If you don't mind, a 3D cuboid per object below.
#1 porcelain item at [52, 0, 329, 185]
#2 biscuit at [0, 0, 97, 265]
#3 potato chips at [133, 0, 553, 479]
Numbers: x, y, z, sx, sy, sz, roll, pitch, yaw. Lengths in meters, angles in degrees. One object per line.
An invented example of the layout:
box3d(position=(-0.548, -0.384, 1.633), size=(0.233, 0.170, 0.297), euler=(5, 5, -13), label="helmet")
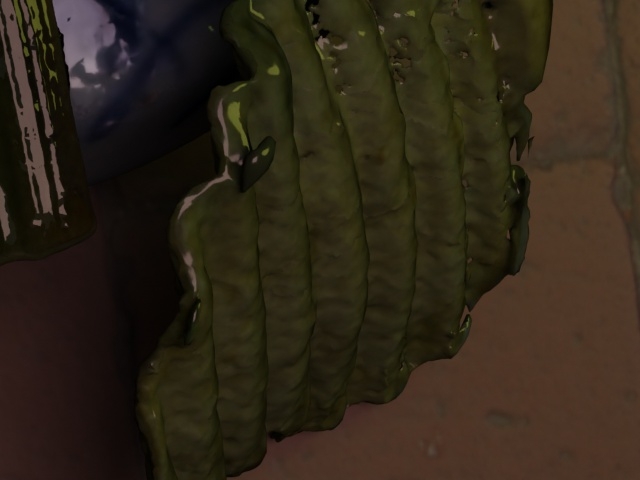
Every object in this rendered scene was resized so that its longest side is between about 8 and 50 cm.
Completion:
box3d(position=(-0.130, -0.165, 1.079), size=(0.405, 0.178, 0.243), euler=(-27, 100, -23), label="porcelain item")
box3d(position=(-0.188, -0.145, 0.941), size=(0.099, 0.038, 0.322), euler=(-13, 96, -16), label="biscuit")
box3d(position=(0.003, -0.007, 1.065), size=(0.373, 0.097, 0.389), euler=(-29, 135, -50), label="potato chips")
